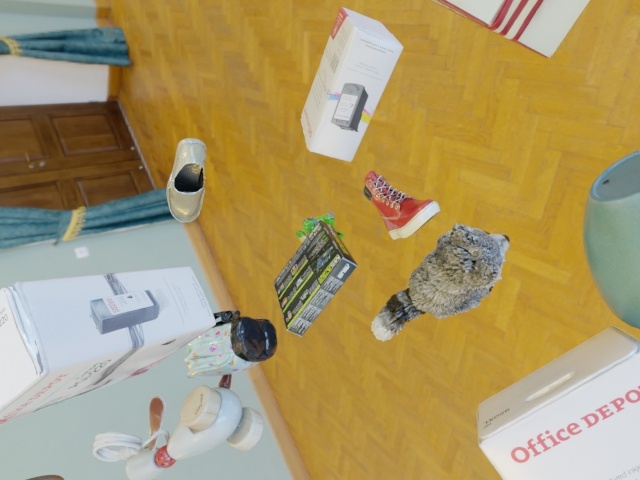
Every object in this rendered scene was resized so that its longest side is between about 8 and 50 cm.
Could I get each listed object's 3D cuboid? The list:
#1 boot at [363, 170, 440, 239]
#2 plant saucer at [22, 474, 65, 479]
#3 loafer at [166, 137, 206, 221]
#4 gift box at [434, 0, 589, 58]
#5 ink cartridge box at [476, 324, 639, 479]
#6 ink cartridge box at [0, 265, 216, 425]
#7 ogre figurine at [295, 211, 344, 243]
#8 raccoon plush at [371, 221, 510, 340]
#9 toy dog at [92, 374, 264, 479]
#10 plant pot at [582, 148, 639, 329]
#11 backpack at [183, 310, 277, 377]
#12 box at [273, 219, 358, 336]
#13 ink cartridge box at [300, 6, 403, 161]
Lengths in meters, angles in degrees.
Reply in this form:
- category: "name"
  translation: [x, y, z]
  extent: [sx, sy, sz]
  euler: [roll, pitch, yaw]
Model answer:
- category: "boot"
  translation: [0.172, -0.097, 0.987]
  extent: [0.176, 0.088, 0.244]
  euler: [56, 170, 0]
- category: "plant saucer"
  translation: [-0.640, 0.563, 0.816]
  extent: [0.041, 0.278, 0.277]
  euler: [47, 136, 24]
- category: "loafer"
  translation: [-0.365, -0.145, 1.148]
  extent: [0.092, 0.102, 0.268]
  euler: [-104, 26, -45]
- category: "gift box"
  translation: [0.166, -0.385, 0.431]
  extent: [0.276, 0.255, 0.258]
  euler: [51, 128, 32]
- category: "ink cartridge box"
  translation: [0.481, 0.376, 0.649]
  extent: [0.285, 0.166, 0.394]
  euler: [-39, 79, 15]
- category: "ink cartridge box"
  translation: [-0.251, 0.108, 0.468]
  extent: [0.159, 0.218, 0.092]
  euler: [-35, 75, 22]
- category: "ogre figurine"
  translation: [0.000, 0.000, 1.233]
  extent: [0.097, 0.118, 0.197]
  euler: [17, 135, 48]
- category: "raccoon plush"
  translation: [0.318, 0.144, 1.137]
  extent: [0.216, 0.299, 0.446]
  euler: [40, 95, 18]
- category: "toy dog"
  translation: [-0.287, 0.390, 0.923]
  extent: [0.161, 0.334, 0.220]
  euler: [-97, -12, -54]
- category: "plant pot"
  translation: [0.527, -0.032, 0.639]
  extent: [0.195, 0.290, 0.290]
  euler: [47, 142, -9]
- category: "backpack"
  translation: [-0.198, 0.218, 0.872]
  extent: [0.182, 0.152, 0.115]
  euler: [-17, 58, 22]
- category: "box"
  translation: [-0.019, 0.072, 0.891]
  extent: [0.190, 0.045, 0.184]
  euler: [-53, 29, 13]
- category: "ink cartridge box"
  translation: [0.064, -0.393, 1.076]
  extent: [0.226, 0.131, 0.306]
  euler: [-100, 27, -49]
